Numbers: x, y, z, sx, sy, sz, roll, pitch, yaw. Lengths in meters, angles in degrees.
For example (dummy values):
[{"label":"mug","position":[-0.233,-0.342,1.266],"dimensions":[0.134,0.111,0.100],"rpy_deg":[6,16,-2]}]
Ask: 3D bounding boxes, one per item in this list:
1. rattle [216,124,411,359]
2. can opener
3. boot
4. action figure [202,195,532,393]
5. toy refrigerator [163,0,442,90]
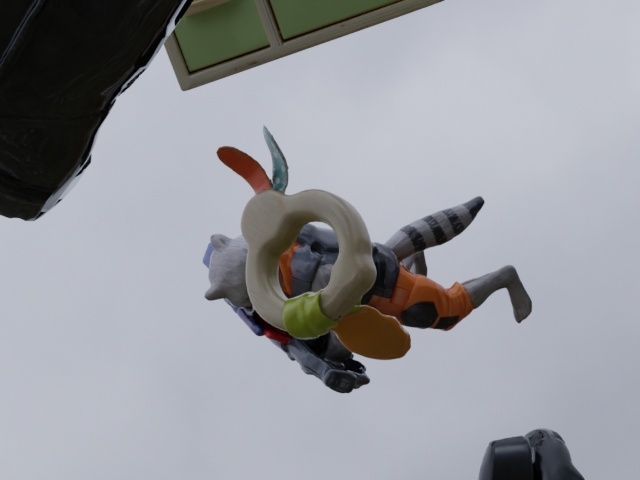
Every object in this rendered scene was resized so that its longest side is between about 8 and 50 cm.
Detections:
[{"label":"rattle","position":[0.000,0.000,1.698],"dimensions":[0.143,0.199,0.130],"rpy_deg":[4,-52,-40]},{"label":"can opener","position":[0.129,0.206,1.187],"dimensions":[0.073,0.186,0.059],"rpy_deg":[-1,14,-3]},{"label":"boot","position":[-0.257,-0.242,1.367],"dimensions":[0.367,0.146,0.445],"rpy_deg":[27,-40,-11]},{"label":"action figure","position":[0.011,0.023,2.065],"dimensions":[0.330,0.341,0.178],"rpy_deg":[0,-67,-36]},{"label":"toy refrigerator","position":[-0.023,-0.239,1.857],"dimensions":[0.270,0.102,0.094],"rpy_deg":[-18,14,7]}]
